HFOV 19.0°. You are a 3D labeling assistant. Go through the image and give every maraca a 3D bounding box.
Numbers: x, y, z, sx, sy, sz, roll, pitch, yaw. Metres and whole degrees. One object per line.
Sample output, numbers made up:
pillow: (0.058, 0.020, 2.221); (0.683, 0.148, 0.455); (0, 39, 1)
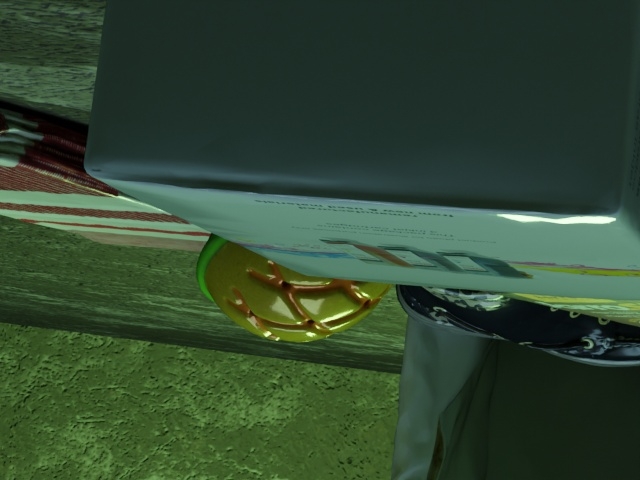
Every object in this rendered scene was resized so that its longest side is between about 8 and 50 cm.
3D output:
maraca: (0.000, 0.000, 1.165); (0.127, 0.099, 0.186); (9, 147, -32)

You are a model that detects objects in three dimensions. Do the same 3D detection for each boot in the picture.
boot: (0.163, 0.029, 1.275); (0.236, 0.085, 0.178); (6, 171, 7)

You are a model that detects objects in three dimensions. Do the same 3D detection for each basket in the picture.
basket: (0.232, 0.188, 1.519); (0.331, 0.328, 0.266); (5, 175, 10)

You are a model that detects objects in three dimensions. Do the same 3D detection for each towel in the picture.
towel: (-0.178, -0.039, 1.249); (0.237, 0.037, 0.329); (3, 171, 39)

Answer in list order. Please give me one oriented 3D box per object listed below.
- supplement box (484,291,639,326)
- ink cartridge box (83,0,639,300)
supplement box: (0.190, 0.004, 1.056); (0.188, 0.080, 0.104); (13, 171, -40)
ink cartridge box: (0.035, -0.058, 0.506); (0.127, 0.128, 0.176); (4, 174, 16)
